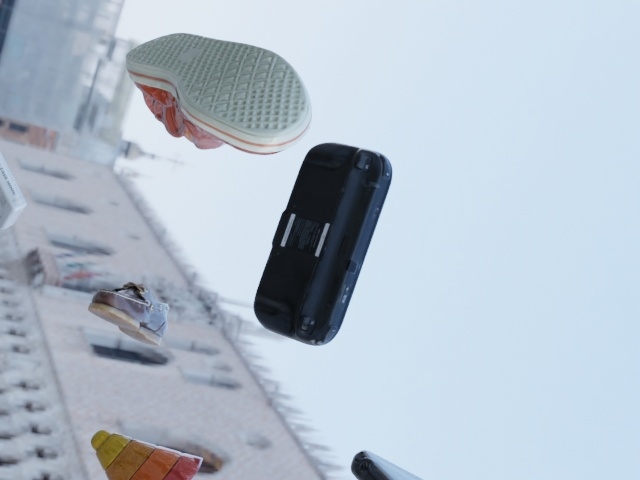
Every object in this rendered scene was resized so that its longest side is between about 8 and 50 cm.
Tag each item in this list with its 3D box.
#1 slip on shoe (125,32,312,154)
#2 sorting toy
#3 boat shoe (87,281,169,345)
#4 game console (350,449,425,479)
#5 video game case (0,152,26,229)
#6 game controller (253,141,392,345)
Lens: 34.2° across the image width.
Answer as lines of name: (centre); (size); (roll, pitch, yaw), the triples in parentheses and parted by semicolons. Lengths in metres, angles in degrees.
slip on shoe: (-0.107, -0.146, 1.117); (0.331, 0.123, 0.101); (29, -37, 52)
sorting toy: (-0.302, 0.363, 1.255); (0.365, 0.126, 0.127); (-49, -178, 7)
boat shoe: (-0.273, 0.096, 1.506); (0.207, 0.073, 0.073); (63, 44, -72)
game console: (0.232, 0.380, 1.127); (0.060, 0.342, 0.386); (-53, -151, -2)
video game case: (-0.435, -0.105, 1.343); (0.173, 0.022, 0.190); (63, -22, -4)
game controller: (0.000, 0.000, 1.624); (0.166, 0.067, 0.319); (15, -97, 43)
